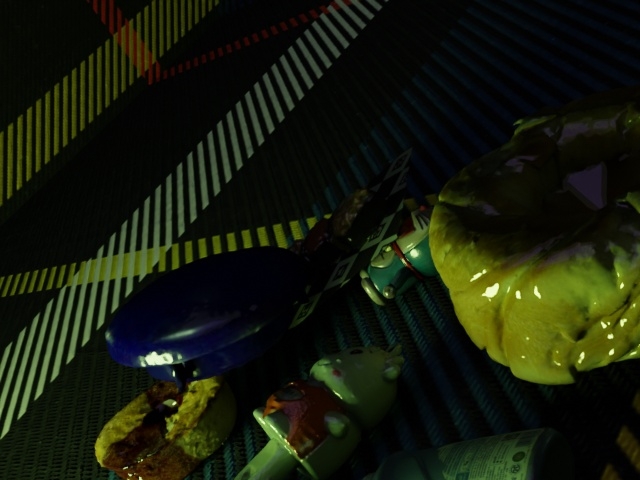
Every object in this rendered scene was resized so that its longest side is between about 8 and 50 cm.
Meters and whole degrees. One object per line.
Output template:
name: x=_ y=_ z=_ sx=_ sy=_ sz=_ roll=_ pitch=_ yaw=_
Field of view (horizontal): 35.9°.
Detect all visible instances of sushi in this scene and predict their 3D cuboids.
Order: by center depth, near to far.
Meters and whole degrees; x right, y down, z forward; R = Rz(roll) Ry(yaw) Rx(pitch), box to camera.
sushi: x=0.000 y=0.000 z=1.340 sx=0.290 sy=0.050 sz=0.264 roll=-42 pitch=18 yaw=31

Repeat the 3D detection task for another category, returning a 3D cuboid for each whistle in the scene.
whistle: x=-0.007 y=0.191 z=1.029 sx=0.253 sy=0.106 sz=0.102 roll=-42 pitch=-17 yaw=-14

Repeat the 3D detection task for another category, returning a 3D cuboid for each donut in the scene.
donut: x=0.269 y=-0.014 z=0.961 sx=0.360 sy=0.170 sz=0.360 roll=-24 pitch=25 yaw=12
donut: x=-0.183 y=0.231 z=1.217 sx=0.184 sy=0.073 sz=0.166 roll=-42 pitch=23 yaw=-18

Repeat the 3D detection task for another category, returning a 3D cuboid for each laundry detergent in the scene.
laundry detergent: x=0.115 y=0.214 z=0.860 sx=0.206 sy=0.061 sz=0.097 roll=-16 pitch=32 yaw=38

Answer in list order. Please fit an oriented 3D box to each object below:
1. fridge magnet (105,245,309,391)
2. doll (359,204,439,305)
fridge magnet: x=-0.139 y=0.087 z=1.235 sx=0.265 sy=0.113 sz=0.265 roll=-17 pitch=20 yaw=6
doll: x=0.117 y=0.015 z=1.213 sx=0.152 sy=0.085 sz=0.114 roll=-39 pitch=18 yaw=14
